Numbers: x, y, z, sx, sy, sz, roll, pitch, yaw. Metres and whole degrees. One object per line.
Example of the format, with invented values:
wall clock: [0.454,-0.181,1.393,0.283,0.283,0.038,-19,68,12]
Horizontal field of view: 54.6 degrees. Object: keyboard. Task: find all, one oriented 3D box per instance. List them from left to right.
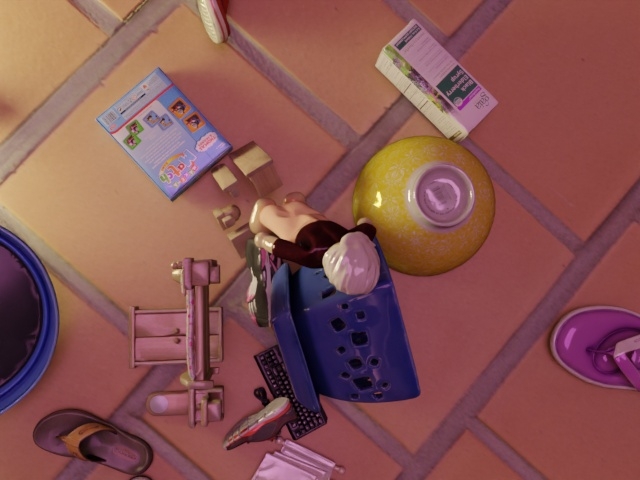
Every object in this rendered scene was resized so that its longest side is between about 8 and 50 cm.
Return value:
keyboard: [-0.069,0.294,1.196,0.108,0.023,0.180,-25,88,-7]

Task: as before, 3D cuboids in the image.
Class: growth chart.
growth chart: [-0.074,0.498,1.179,0.172,0.021,0.237,35,83,-3]

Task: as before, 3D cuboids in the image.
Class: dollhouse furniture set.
dollhouse furniture set: [-0.255,0.185,1.018,0.174,0.355,0.303,-1,86,-6]
dollhouse furniture set: [-0.144,-0.082,1.216,0.144,0.123,0.151,-31,124,-7]

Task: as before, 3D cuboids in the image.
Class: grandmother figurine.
grandmother figurine: [0.000,0.000,1.037,0.208,0.342,0.104,-21,115,-16]

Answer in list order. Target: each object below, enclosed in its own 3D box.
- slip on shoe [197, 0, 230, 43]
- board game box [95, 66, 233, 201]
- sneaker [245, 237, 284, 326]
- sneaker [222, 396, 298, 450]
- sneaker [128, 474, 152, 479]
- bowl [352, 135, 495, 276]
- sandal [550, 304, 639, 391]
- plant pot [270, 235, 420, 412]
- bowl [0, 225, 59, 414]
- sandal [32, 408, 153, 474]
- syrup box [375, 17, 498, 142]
slip on shoe: [-0.201,-0.547,1.208,0.101,0.123,0.331,-5,81,-10]
board game box: [-0.300,-0.205,1.201,0.160,0.039,0.211,-43,87,-8]
sneaker: [-0.092,0.080,1.189,0.077,0.072,0.178,-7,102,-39]
sneaker: [-0.111,0.359,1.161,0.158,0.061,0.065,-33,104,9]
sneaker: [-0.315,0.540,1.120,0.080,0.081,0.211,-19,89,-9]
bowl: [0.216,-0.077,1.190,0.289,0.156,0.289,1,85,-6]
sandal: [0.670,0.238,1.239,0.416,0.102,0.169,18,84,-4]
plant pot: [0.034,0.147,1.091,0.212,0.236,0.236,-15,112,1]
bowl: [-0.660,0.137,1.072,0.391,0.077,0.391,-2,96,-19]
sandal: [-0.416,0.375,1.133,0.219,0.060,0.090,25,83,-4]
syrup box: [0.230,-0.314,1.241,0.237,0.096,0.093,45,82,0]
